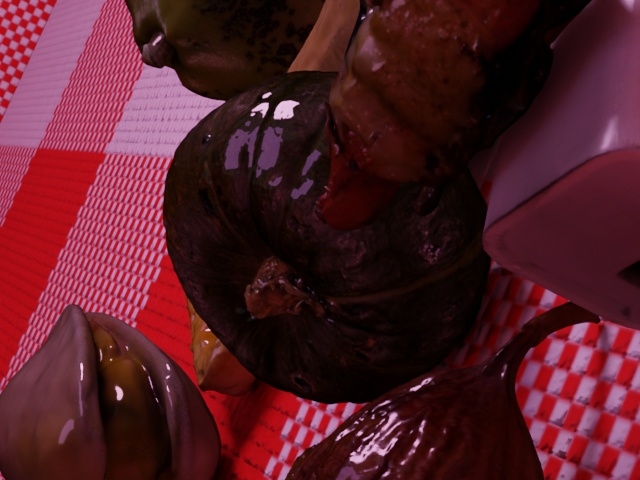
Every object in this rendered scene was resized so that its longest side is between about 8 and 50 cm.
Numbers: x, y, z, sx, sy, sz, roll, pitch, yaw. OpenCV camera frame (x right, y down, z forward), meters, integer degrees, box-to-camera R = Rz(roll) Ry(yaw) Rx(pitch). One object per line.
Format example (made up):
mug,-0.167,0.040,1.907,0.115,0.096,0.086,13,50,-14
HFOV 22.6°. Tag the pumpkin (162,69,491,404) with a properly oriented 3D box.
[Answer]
pumpkin,0.000,0.000,1.004,0.157,0.224,0.223,-42,1,-43

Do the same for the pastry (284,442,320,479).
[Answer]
pastry,0.003,0.181,1.007,0.097,0.057,0.109,-39,31,53

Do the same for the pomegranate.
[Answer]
pomegranate,-0.057,-0.242,1.473,0.204,0.222,0.276,-44,-1,32

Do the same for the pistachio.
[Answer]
pistachio,-0.176,0.148,1.309,0.288,0.166,0.197,158,108,-63

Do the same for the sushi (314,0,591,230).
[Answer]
sushi,0.056,-0.096,0.779,0.226,0.097,0.103,-53,17,30

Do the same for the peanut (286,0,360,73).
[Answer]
peanut,0.049,-0.099,1.100,0.148,0.147,0.319,-87,21,-47

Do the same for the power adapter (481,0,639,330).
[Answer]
power adapter,0.170,-0.079,0.801,0.130,0.125,0.205,-37,32,53

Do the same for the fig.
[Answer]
fig,0.077,0.105,0.829,0.201,0.133,0.146,-55,30,0

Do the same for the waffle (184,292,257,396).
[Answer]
waffle,-0.057,0.005,1.362,0.168,0.057,0.274,-58,21,19
